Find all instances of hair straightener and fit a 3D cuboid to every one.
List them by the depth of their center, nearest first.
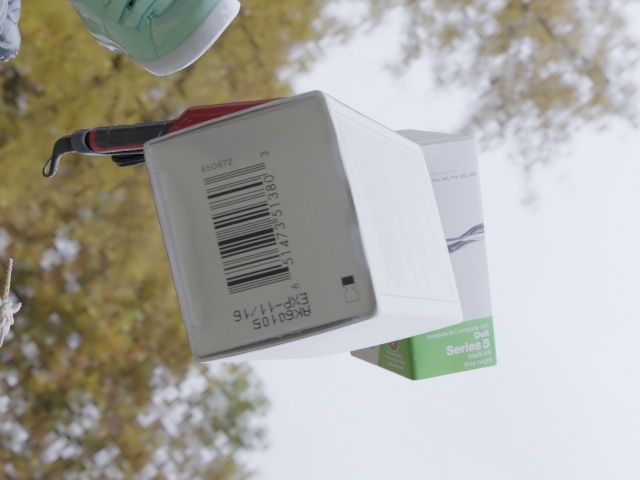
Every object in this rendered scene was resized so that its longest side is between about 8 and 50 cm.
[{"bbox_3d":[-0.119,-0.076,1.554,0.089,0.230,0.047,30,51,-74],"label":"hair straightener"}]

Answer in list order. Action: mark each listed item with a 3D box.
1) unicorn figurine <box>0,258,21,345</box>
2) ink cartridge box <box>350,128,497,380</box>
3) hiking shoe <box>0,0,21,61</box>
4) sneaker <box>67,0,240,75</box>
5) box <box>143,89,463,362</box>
[{"bbox_3d":[-0.282,0.100,1.393,0.060,0.162,0.111,44,-43,13],"label":"unicorn figurine"},{"bbox_3d":[0.107,0.010,2.207,0.198,0.115,0.272,-164,-113,-68],"label":"ink cartridge box"},{"bbox_3d":[-0.196,-0.160,0.982,0.227,0.086,0.114,-172,-91,-85],"label":"hiking shoe"},{"bbox_3d":[-0.184,-0.236,1.718,0.151,0.094,0.256,47,-17,-30],"label":"sneaker"},{"bbox_3d":[0.000,0.000,1.252,0.311,0.121,0.148,18,58,-76],"label":"box"}]
